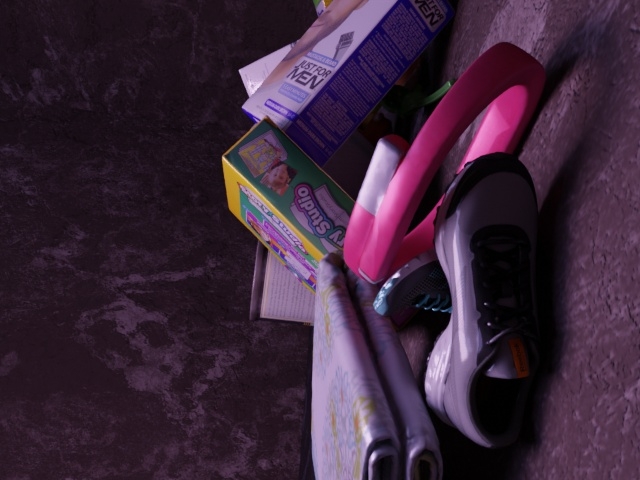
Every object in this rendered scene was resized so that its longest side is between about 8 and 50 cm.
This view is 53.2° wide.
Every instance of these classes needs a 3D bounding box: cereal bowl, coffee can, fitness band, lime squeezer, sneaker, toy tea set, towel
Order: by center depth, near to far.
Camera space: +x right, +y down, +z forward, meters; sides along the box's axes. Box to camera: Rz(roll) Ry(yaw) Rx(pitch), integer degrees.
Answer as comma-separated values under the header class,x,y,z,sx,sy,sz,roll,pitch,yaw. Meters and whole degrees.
class,x,y,z,sx,sy,sz,roll,pitch,yaw
sneaker,0.161,0.057,0.577,0.108,0.100,0.271,-140,51,-74
fitness band,0.123,-0.061,0.642,0.054,0.209,0.291,44,142,22
sneaker,0.127,0.047,0.651,0.076,0.166,0.065,54,144,18
towel,0.051,0.237,0.795,0.374,0.090,0.320,-108,19,-61
lime squeezer,0.151,-0.265,1.110,0.310,0.059,0.110,-133,38,-53
cereal bowl,0.024,-0.162,1.314,0.141,0.339,0.339,-48,6,0
toy tea set,0.145,-0.279,1.334,0.200,0.124,0.336,-54,2,1
coffee can,-0.002,0.084,1.354,0.201,0.275,0.201,-173,90,-86

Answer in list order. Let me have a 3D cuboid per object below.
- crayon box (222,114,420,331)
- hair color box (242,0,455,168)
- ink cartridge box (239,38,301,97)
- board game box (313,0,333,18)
class,x,y,z,sx,sy,sz,roll,pitch,yaw
crayon box,0.000,0.000,1.073,0.106,0.363,0.313,-45,-3,-13
hair color box,0.039,-0.298,1.067,0.339,0.110,0.185,-48,36,-1
ink cartridge box,-0.016,-0.354,1.310,0.172,0.237,0.100,-36,-74,-61
board game box,0.036,-0.460,1.459,0.124,0.039,0.259,-118,9,-63
